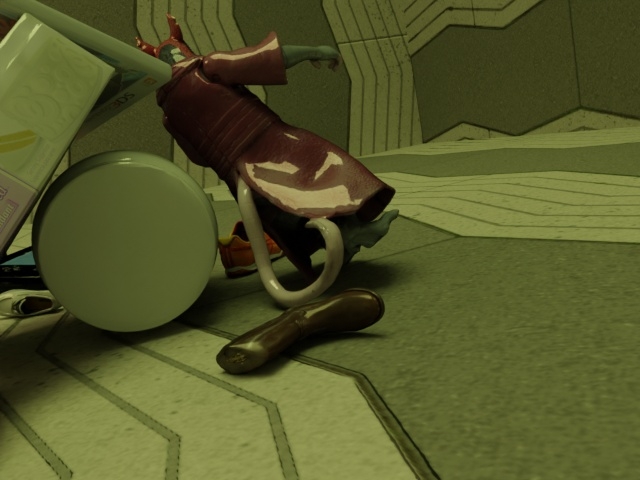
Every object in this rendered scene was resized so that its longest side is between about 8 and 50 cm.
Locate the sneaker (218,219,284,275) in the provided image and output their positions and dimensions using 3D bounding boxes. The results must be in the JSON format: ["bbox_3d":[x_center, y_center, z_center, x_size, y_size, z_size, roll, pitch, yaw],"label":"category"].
[{"bbox_3d":[-0.092,-0.001,0.968,0.064,0.067,0.175,-9,8,15],"label":"sneaker"}]

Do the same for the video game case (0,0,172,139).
[{"bbox_3d":[-0.292,-0.174,0.705,0.183,0.023,0.201,-20,-24,35],"label":"video game case"}]

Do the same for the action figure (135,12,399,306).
[{"bbox_3d":[-0.096,-0.102,0.788,0.248,0.370,0.276,-46,0,40],"label":"action figure"}]

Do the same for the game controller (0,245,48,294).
[{"bbox_3d":[-0.443,0.034,1.129,0.167,0.067,0.319,-9,10,6],"label":"game controller"}]

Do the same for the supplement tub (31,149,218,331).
[{"bbox_3d":[-0.223,-0.008,0.779,0.191,0.191,0.272,-13,10,-15],"label":"supplement tub"}]

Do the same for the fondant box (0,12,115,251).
[{"bbox_3d":[-0.344,-0.035,0.675,0.330,0.096,0.238,-32,33,52],"label":"fondant box"}]

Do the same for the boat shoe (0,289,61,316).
[{"bbox_3d":[-0.390,0.084,0.889,0.100,0.035,0.035,-3,8,5],"label":"boat shoe"}]

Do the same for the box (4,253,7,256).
[{"bbox_3d":[-0.556,0.038,1.168,0.018,0.083,0.067,-13,10,-11],"label":"box"}]

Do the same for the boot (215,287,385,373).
[{"bbox_3d":[-0.017,0.074,0.545,0.106,0.037,0.114,-19,-1,37],"label":"boot"}]
